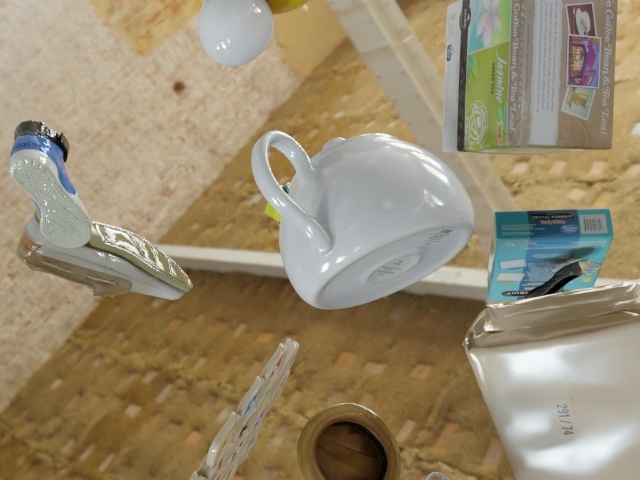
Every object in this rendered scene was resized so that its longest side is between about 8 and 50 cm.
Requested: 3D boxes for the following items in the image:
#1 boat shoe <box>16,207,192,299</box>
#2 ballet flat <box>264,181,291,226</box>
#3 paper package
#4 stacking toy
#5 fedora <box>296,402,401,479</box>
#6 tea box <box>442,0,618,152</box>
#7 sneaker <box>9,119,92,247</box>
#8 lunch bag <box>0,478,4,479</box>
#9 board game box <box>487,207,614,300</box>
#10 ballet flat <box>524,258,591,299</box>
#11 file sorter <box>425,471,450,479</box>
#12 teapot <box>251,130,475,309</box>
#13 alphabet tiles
[{"bbox_3d":[-0.356,0.038,1.320,0.103,0.302,0.113,-52,-144,10],"label":"boat shoe"},{"bbox_3d":[0.000,0.000,1.335,0.077,0.231,0.077,-46,-174,18],"label":"ballet flat"},{"bbox_3d":[0.445,0.254,1.323,0.310,0.324,0.168,-14,-163,29],"label":"paper package"},{"bbox_3d":[-0.070,-0.487,1.288,0.351,0.351,0.479,0,-113,50],"label":"stacking toy"},{"bbox_3d":[0.041,0.374,1.351,0.194,0.194,0.079,-55,-172,-30],"label":"fedora"},{"bbox_3d":[0.418,-0.344,1.625,0.220,0.328,0.323,0,-177,-18],"label":"tea box"},{"bbox_3d":[-0.288,-0.064,0.857,0.058,0.152,0.084,-14,-128,2],"label":"sneaker"},{"bbox_3d":[-0.584,0.407,1.083,0.258,0.293,0.120,-132,-120,-70],"label":"lunch bag"},{"bbox_3d":[0.537,0.041,1.902,0.254,0.336,0.079,-1,-118,8],"label":"board game box"},{"bbox_3d":[0.538,0.101,1.783,0.173,0.057,0.049,-40,-129,20],"label":"ballet flat"},{"bbox_3d":[0.135,0.536,1.353,0.278,0.193,0.173,-36,-168,44],"label":"file sorter"},{"bbox_3d":[0.047,-0.044,0.959,0.253,0.187,0.256,-20,160,-12],"label":"teapot"},{"bbox_3d":[-0.112,0.261,1.037,0.284,0.021,0.278,-53,168,-39],"label":"alphabet tiles"}]
